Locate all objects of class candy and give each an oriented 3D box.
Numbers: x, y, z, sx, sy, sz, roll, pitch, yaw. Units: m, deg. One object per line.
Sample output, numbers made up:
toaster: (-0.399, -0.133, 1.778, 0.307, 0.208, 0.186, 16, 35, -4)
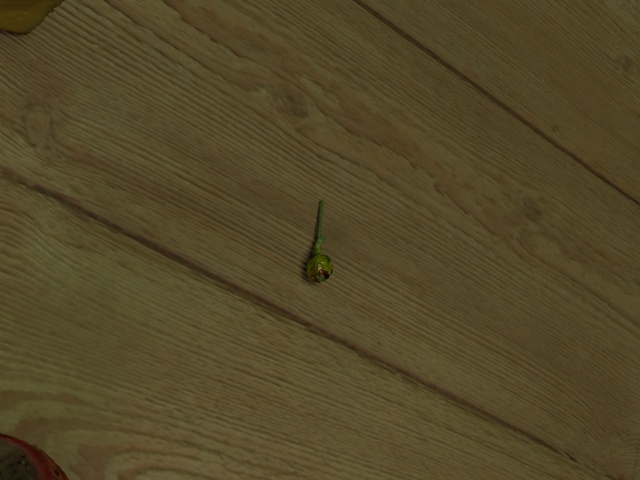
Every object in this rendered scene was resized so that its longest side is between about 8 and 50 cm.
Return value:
candy: (0.000, 0.000, 1.540, 0.035, 0.035, 0.123, 16, 58, -23)

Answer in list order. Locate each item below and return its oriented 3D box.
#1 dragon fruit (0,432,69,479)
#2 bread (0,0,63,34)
dragon fruit: (-0.348, 0.325, 1.027, 0.291, 0.291, 0.189, -32, 134, -40)
bread: (-0.385, -0.438, 1.205, 0.245, 0.233, 0.361, 3, 76, -39)
